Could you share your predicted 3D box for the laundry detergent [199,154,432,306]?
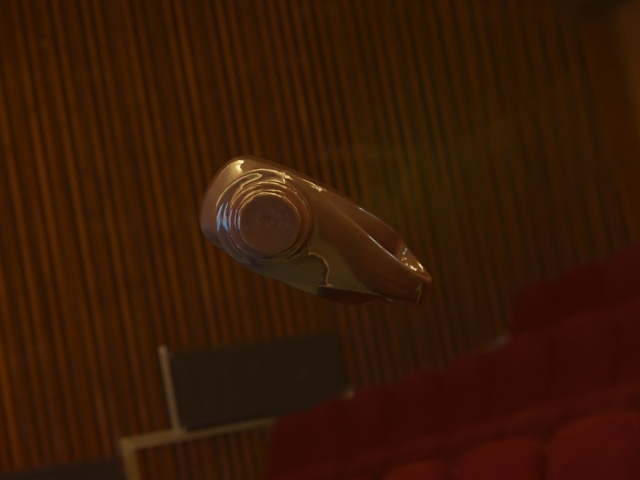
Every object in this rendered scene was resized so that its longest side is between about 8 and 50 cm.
[{"bbox_3d":[0.000,0.000,1.316,0.171,0.076,0.237,25,1,-4],"label":"laundry detergent"}]
